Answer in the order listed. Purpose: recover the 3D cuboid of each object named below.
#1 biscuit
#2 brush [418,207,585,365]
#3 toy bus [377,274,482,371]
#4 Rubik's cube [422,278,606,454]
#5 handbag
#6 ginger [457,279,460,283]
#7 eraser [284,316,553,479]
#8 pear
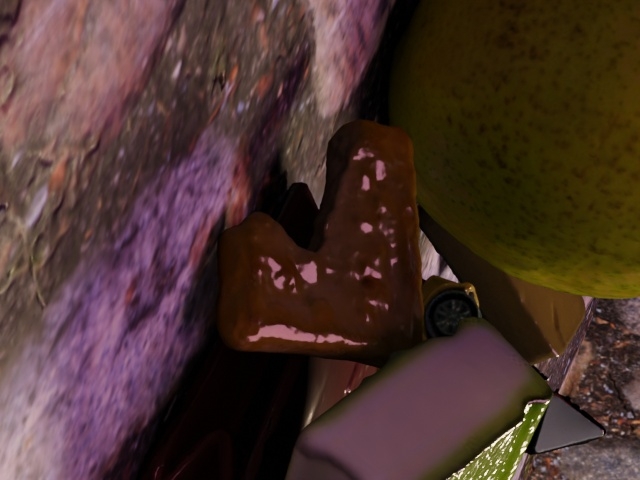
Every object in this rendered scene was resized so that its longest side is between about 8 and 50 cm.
[{"bbox_3d":[0.000,0.000,1.263,0.183,0.039,0.174,5,78,-43],"label":"biscuit"},{"bbox_3d":[0.180,0.023,1.875,0.059,0.197,0.123,-31,-173,31],"label":"brush"},{"bbox_3d":[0.048,0.191,1.685,0.121,0.123,0.335,55,55,-72],"label":"toy bus"},{"bbox_3d":[0.116,0.137,2.008,0.250,0.284,0.234,-50,-161,24],"label":"Rubik's cube"},{"bbox_3d":[-0.035,0.130,1.373,0.260,0.084,0.275,84,27,-56],"label":"handbag"},{"bbox_3d":[0.217,-0.024,2.083,0.115,0.123,0.193,52,39,-45],"label":"ginger"},{"bbox_3d":[0.045,0.201,1.309,0.210,0.092,0.274,-31,149,-43],"label":"eraser"},{"bbox_3d":[0.252,-0.120,1.551,0.391,0.391,0.391,19,90,-77],"label":"pear"}]
